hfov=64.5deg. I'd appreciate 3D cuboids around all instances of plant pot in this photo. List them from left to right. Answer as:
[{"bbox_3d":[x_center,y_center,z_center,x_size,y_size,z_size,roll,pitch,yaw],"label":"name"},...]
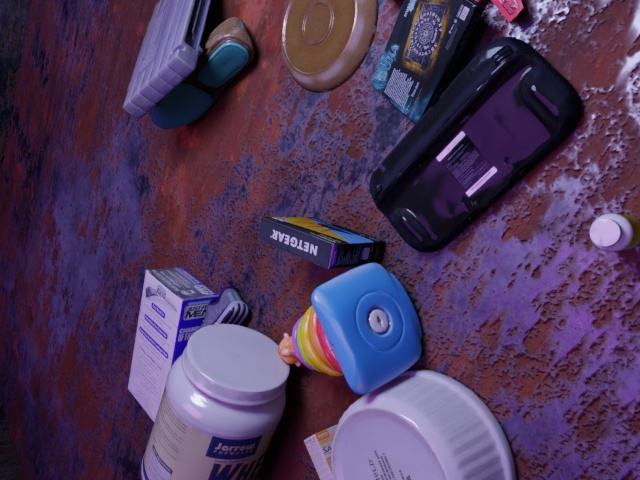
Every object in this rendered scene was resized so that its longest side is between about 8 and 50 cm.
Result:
[{"bbox_3d":[0.002,-0.395,0.929,0.236,0.032,0.236,2,93,44],"label":"plant pot"}]

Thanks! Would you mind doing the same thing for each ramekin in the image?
[{"bbox_3d":[0.135,0.337,0.754,0.273,0.127,0.272,1,92,43],"label":"ramekin"}]

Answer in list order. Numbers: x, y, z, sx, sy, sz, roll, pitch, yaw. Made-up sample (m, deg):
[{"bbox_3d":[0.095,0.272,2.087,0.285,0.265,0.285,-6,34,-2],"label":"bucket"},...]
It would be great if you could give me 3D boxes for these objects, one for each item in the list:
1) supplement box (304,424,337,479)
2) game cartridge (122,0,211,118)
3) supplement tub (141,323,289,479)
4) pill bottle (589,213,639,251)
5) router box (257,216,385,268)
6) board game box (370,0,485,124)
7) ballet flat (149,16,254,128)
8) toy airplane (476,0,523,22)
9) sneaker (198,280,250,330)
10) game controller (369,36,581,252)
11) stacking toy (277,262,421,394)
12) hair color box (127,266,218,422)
[{"bbox_3d":[0.021,0.390,0.909,0.036,0.062,0.098,-45,63,36],"label":"supplement box"},{"bbox_3d":[-0.329,-0.459,1.137,0.230,0.068,0.355,-26,50,42],"label":"game cartridge"},{"bbox_3d":[-0.205,0.355,1.004,0.235,0.235,0.324,37,116,37],"label":"supplement tub"},{"bbox_3d":[0.338,-0.009,0.582,0.043,0.083,0.043,1,92,43],"label":"pill bottle"},{"bbox_3d":[0.000,0.000,0.871,0.179,0.133,0.046,20,105,41],"label":"router box"},{"bbox_3d":[0.152,-0.286,0.763,0.126,0.026,0.186,52,137,30],"label":"board game box"},{"bbox_3d":[-0.272,-0.382,1.150,0.342,0.116,0.124,-30,50,40],"label":"ballet flat"},{"bbox_3d":[0.230,-0.346,0.714,0.151,0.028,0.151,-6,81,46],"label":"toy airplane"},{"bbox_3d":[-0.240,0.197,1.155,0.223,0.083,0.098,-49,46,21],"label":"sneaker"},{"bbox_3d":[0.204,-0.125,0.735,0.166,0.067,0.319,51,125,13],"label":"game controller"},{"bbox_3d":[0.011,0.170,0.871,0.302,0.166,0.175,-33,80,51],"label":"stacking toy"},{"bbox_3d":[-0.367,0.256,1.246,0.185,0.110,0.338,27,111,41],"label":"hair color box"}]
